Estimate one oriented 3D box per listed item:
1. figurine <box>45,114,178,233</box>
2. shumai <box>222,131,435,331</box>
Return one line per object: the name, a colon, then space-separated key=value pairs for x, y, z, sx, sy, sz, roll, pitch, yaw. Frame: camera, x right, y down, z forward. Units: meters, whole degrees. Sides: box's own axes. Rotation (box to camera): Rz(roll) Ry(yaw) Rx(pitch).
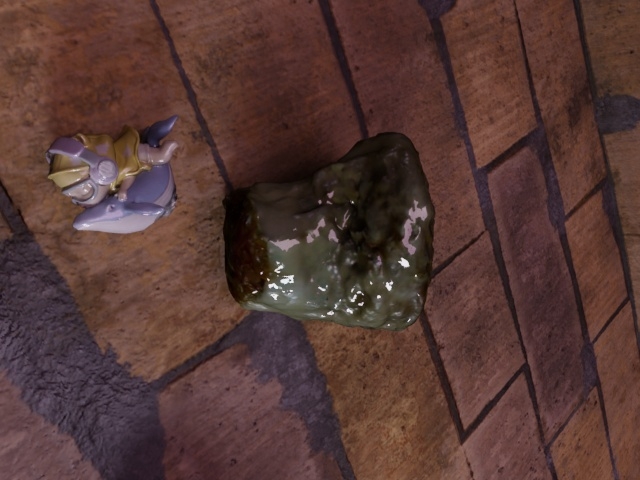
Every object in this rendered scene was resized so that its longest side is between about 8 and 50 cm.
figurine: x=-0.282 y=-0.098 z=0.833 sx=0.184 sy=0.128 sz=0.208 roll=41 pitch=58 yaw=-31
shumai: x=0.000 y=0.000 z=0.988 sx=0.324 sy=0.397 sz=0.324 roll=-5 pitch=75 yaw=-10
